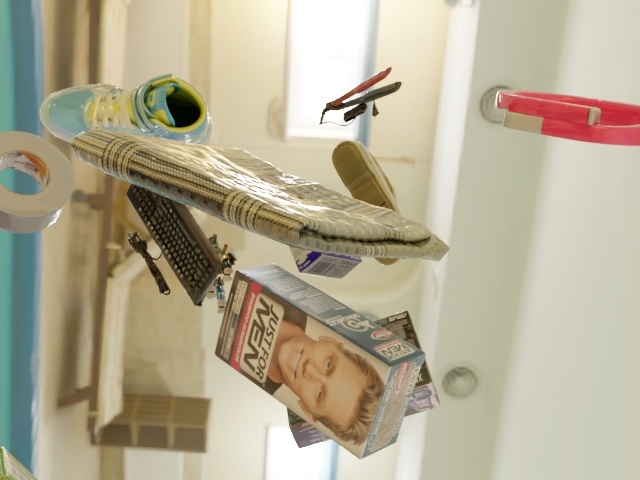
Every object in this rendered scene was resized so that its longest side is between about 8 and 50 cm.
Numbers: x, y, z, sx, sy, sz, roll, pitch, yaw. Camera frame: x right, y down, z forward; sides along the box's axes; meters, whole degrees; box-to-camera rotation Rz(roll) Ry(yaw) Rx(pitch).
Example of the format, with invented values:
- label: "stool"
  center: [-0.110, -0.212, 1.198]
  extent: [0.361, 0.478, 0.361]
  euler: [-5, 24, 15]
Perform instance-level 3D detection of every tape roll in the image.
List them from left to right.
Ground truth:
- label: "tape roll"
  center: [-0.643, -0.126, 1.852]
  extent: [0.072, 0.219, 0.219]
  euler: [-46, -146, 47]

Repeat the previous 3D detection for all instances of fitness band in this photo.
- label: "fitness band"
  center: [0.415, -0.200, 1.382]
  extent: [0.290, 0.209, 0.054]
  euler: [21, -66, 44]

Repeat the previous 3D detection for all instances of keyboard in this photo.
- label: "keyboard"
  center: [-0.311, 0.004, 1.728]
  extent: [0.317, 0.033, 0.202]
  euler: [53, -51, 29]

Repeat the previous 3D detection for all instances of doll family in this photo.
- label: "doll family"
  center: [-0.236, 0.076, 1.999]
  extent: [0.111, 0.076, 0.193]
  euler: [-118, -140, -56]

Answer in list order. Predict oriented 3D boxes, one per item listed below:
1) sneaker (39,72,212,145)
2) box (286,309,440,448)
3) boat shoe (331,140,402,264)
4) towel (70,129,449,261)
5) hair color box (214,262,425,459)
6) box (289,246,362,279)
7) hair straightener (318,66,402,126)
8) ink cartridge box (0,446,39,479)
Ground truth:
- label: "sneaker"
  center: [-0.350, -0.242, 1.568]
  extent: [0.208, 0.318, 0.127]
  euler: [150, -59, -77]
- label: "box"
  center: [0.075, 0.288, 1.831]
  extent: [0.242, 0.307, 0.077]
  euler: [-104, 175, -57]
- label: "boat shoe"
  center: [0.132, -0.091, 1.992]
  extent: [0.103, 0.113, 0.302]
  euler: [-6, 74, -59]
- label: "towel"
  center: [-0.051, -0.053, 0.951]
  extent: [0.324, 0.312, 0.056]
  euler: [6, 103, -57]
- label: "hair color box"
  center: [-0.011, 0.190, 1.447]
  extent: [0.105, 0.347, 0.174]
  euler: [-10, 121, -51]
- label: "box"
  center: [0.000, 0.000, 1.773]
  extent: [0.072, 0.126, 0.137]
  euler: [-41, -123, 29]
- label: "hair straightener"
  center: [0.091, -0.302, 1.952]
  extent: [0.089, 0.230, 0.047]
  euler: [49, 37, -21]
- label: "ink cartridge box"
  center: [-0.555, 0.491, 1.396]
  extent: [0.189, 0.255, 0.097]
  euler: [57, -10, -28]
